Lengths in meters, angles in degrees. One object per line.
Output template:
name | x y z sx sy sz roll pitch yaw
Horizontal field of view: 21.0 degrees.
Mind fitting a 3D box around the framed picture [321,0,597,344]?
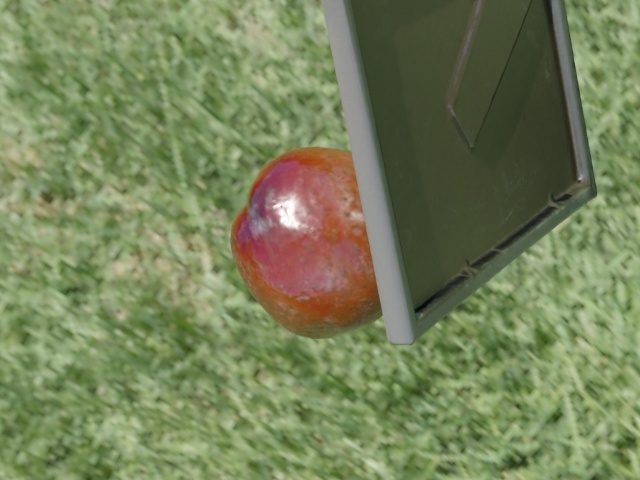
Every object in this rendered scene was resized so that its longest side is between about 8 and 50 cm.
framed picture | 0.090 -0.086 1.016 0.016 0.289 0.213 -4 106 31

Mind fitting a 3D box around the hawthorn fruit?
hawthorn fruit | 0.000 0.000 1.539 0.173 0.173 0.173 -14 60 25
